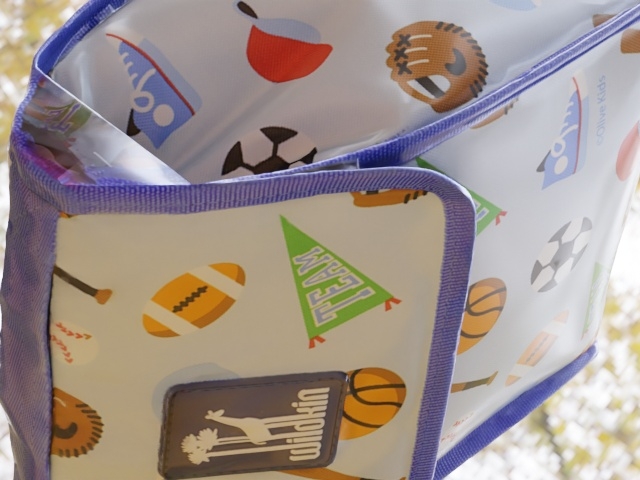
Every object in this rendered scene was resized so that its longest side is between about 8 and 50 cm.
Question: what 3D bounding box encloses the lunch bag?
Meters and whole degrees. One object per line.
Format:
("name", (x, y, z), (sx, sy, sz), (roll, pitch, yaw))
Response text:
("lunch bag", (0.000, 0.000, 1.032), (0.239, 0.385, 0.327), (38, -39, 28))
